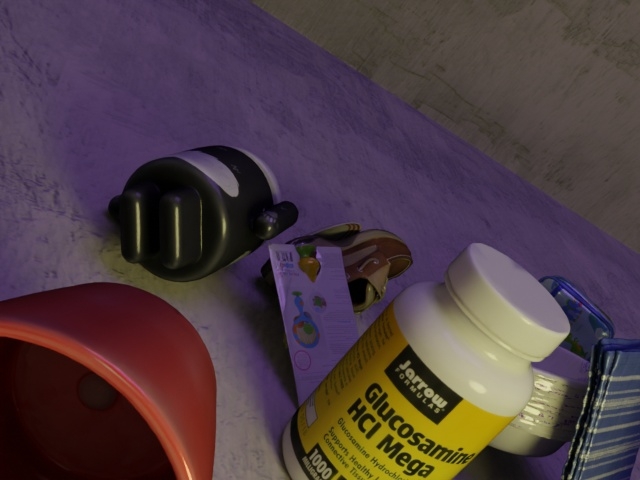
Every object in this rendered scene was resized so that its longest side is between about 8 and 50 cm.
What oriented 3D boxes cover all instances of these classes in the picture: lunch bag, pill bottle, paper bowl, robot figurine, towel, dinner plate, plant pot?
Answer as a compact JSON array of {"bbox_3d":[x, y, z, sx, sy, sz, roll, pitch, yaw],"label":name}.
[{"bbox_3d":[0.408,0.180,1.496,0.176,0.219,0.090,47,18,17],"label":"lunch bag"},{"bbox_3d":[0.118,0.169,0.938,0.188,0.334,0.188,31,24,-15],"label":"pill bottle"},{"bbox_3d":[0.289,0.226,1.258,0.284,0.148,0.284,18,8,-3],"label":"paper bowl"},{"bbox_3d":[-0.163,-0.038,1.128,0.209,0.173,0.278,44,23,6],"label":"robot figurine"},{"bbox_3d":[0.399,0.299,1.160,0.040,0.336,0.243,20,7,39],"label":"towel"},{"bbox_3d":[0.000,0.000,1.333,0.141,0.141,0.017,-2,64,-57],"label":"dinner plate"},{"bbox_3d":[-0.199,0.155,0.626,0.275,0.275,0.243,36,12,-4],"label":"plant pot"}]

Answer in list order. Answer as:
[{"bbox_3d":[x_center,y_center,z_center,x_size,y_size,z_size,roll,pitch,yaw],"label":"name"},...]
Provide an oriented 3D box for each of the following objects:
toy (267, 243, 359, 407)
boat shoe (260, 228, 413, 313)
[{"bbox_3d":[-0.011,0.124,1.146,0.137,0.056,0.237,4,70,-41],"label":"toy"},{"bbox_3d":[0.044,0.065,1.326,0.324,0.122,0.120,-6,54,-48],"label":"boat shoe"}]
